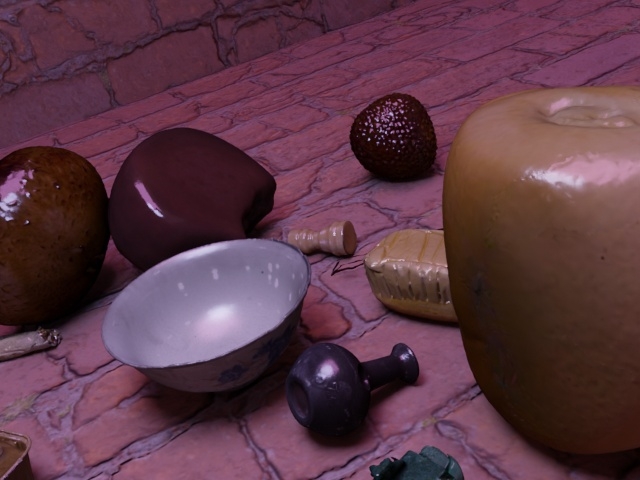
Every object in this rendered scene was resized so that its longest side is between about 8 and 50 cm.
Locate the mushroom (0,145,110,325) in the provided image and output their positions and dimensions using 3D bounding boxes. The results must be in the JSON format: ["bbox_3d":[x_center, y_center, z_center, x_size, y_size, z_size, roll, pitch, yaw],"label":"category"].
[{"bbox_3d":[-0.552,-0.026,1.300,0.356,0.334,0.331,31,72,30],"label":"mushroom"}]

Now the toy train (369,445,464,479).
[{"bbox_3d":[0.045,0.309,0.629,0.115,0.154,0.269,16,40,44],"label":"toy train"}]

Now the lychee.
[{"bbox_3d":[0.157,-0.219,1.491,0.194,0.194,0.194,-11,29,6],"label":"lychee"}]

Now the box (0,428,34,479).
[{"bbox_3d":[-0.448,0.319,0.879,0.111,0.111,0.177,2,33,27],"label":"box"}]

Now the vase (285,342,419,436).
[{"bbox_3d":[0.048,0.184,0.909,0.182,0.120,0.120,-12,24,-32],"label":"vase"}]

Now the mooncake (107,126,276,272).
[{"bbox_3d":[-0.241,-0.065,1.335,0.333,0.174,0.326,9,41,-33],"label":"mooncake"}]

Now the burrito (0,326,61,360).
[{"bbox_3d":[-0.555,0.189,1.225,0.185,0.041,0.045,-11,71,4],"label":"burrito"}]

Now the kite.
[{"bbox_3d":[0.123,0.017,1.190,0.229,0.016,0.127,-18,-16,2],"label":"kite"}]

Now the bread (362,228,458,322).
[{"bbox_3d":[0.189,0.054,1.064,0.236,0.106,0.140,6,36,32],"label":"bread"}]

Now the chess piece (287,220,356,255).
[{"bbox_3d":[0.000,0.000,1.294,0.122,0.066,0.066,-6,29,25],"label":"chess piece"}]

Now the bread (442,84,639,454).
[{"bbox_3d":[0.283,0.041,0.766,0.253,0.376,0.348,-28,33,-23],"label":"bread"}]

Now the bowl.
[{"bbox_3d":[-0.150,0.136,1.027,0.313,0.146,0.313,-12,28,6],"label":"bowl"}]
